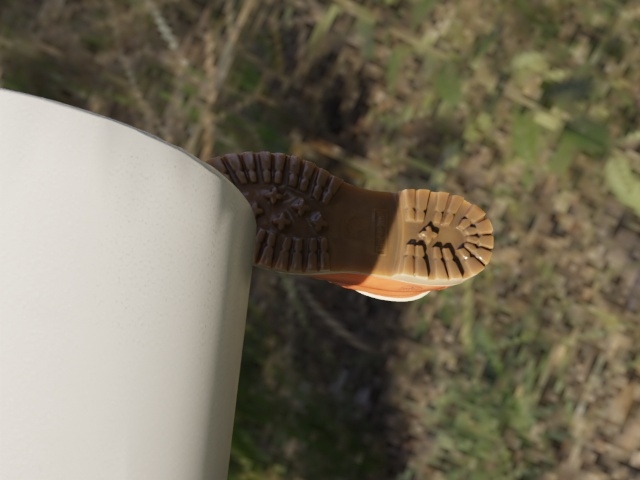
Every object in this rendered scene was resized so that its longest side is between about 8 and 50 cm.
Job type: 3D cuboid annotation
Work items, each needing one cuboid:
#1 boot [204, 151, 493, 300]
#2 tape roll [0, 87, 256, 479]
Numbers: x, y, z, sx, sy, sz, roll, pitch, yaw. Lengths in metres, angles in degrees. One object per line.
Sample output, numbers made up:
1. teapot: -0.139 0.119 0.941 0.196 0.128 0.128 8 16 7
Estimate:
1. boot: 0.000 0.000 0.932 0.084 0.158 0.059 141 140 -70
2. tape roll: -0.154 0.058 0.706 0.246 0.246 0.169 -27 52 58
